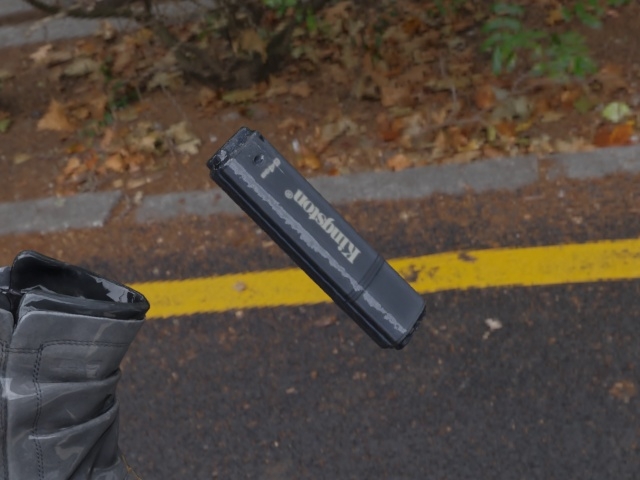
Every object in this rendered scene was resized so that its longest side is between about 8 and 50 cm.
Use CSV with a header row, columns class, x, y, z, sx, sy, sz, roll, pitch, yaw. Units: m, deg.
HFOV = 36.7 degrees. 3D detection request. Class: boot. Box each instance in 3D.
class,x,y,z,sx,sy,sz,roll,pitch,yaw
boot,-0.151,0.134,0.643,0.338,0.222,0.118,14,8,-41

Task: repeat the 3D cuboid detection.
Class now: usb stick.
class,x,y,z,sx,sy,sz,roll,pitch,yaw
usb stick,0.000,0.000,0.991,0.077,0.278,0.045,-50,10,-30
